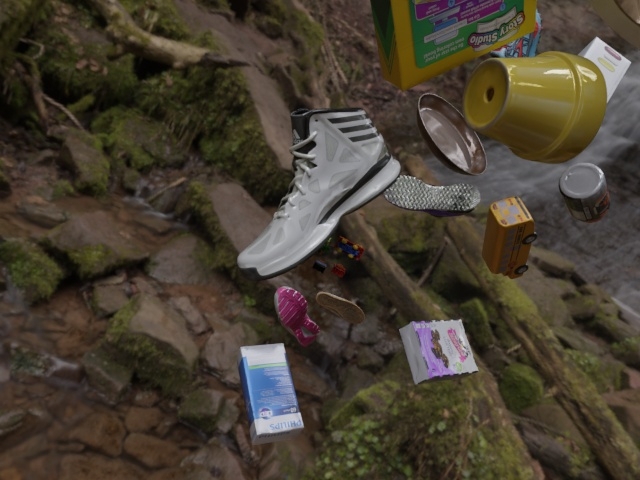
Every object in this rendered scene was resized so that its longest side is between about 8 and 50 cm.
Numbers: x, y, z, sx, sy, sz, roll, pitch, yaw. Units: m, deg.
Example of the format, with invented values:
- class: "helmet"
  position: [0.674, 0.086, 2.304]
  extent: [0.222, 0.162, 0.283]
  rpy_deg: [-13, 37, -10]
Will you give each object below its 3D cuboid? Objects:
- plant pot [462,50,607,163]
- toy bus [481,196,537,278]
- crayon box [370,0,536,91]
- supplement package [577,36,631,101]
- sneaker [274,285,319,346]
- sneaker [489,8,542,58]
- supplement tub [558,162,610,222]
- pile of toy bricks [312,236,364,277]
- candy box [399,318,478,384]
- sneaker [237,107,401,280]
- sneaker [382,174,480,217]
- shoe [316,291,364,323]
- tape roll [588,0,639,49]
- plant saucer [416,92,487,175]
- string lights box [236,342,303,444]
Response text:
- class: "plant pot"
  position: [0.473, -0.316, 1.261]
  extent: [0.238, 0.254, 0.254]
  rpy_deg: [4, 25, -24]
- class: "toy bus"
  position: [0.606, 0.006, 1.767]
  extent: [0.333, 0.130, 0.108]
  rpy_deg: [75, -3, -53]
- class: "crayon box"
  position: [0.285, -0.538, 1.159]
  extent: [0.106, 0.362, 0.313]
  rpy_deg: [54, -14, 46]
- class: "supplement package"
  position: [0.855, -0.494, 1.808]
  extent: [0.145, 0.262, 0.204]
  rpy_deg: [37, -23, 2]
- class: "sneaker"
  position: [-0.098, 0.236, 1.767]
  extent: [0.111, 0.103, 0.252]
  rpy_deg: [31, -28, 43]
- class: "sneaker"
  position: [0.555, -0.559, 1.574]
  extent: [0.125, 0.262, 0.104]
  rpy_deg: [-6, 15, -16]
- class: "supplement tub"
  position: [0.748, -0.128, 1.539]
  extent: [0.117, 0.117, 0.190]
  rpy_deg: [42, 5, 39]
- class: "pile of toy bricks"
  position: [0.000, 0.000, 1.383]
  extent: [0.212, 0.118, 0.105]
  rpy_deg: [29, 15, 0]
- class: "candy box"
  position: [0.340, 0.316, 1.570]
  extent: [0.196, 0.070, 0.165]
  rpy_deg: [3, 60, -33]
- class: "sneaker"
  position: [-0.050, -0.131, 1.190]
  extent: [0.258, 0.447, 0.169]
  rpy_deg: [56, -17, -24]
- class: "sneaker"
  position: [0.334, -0.121, 1.692]
  extent: [0.293, 0.102, 0.146]
  rpy_deg: [10, -11, 9]
- class: "shoe"
  position: [0.081, 0.267, 2.210]
  extent: [0.219, 0.077, 0.058]
  rpy_deg: [30, -1, -6]
- class: "tape roll"
  position: [0.712, -0.524, 1.144]
  extent: [0.392, 0.072, 0.392]
  rpy_deg: [43, 9, -8]
- class: "plant saucer"
  position: [0.404, -0.325, 1.722]
  extent: [0.310, 0.050, 0.311]
  rpy_deg: [26, 45, -29]
- class: "string lights box"
  position: [-0.145, 0.422, 1.527]
  extent: [0.133, 0.077, 0.260]
  rpy_deg: [0, 50, -22]
